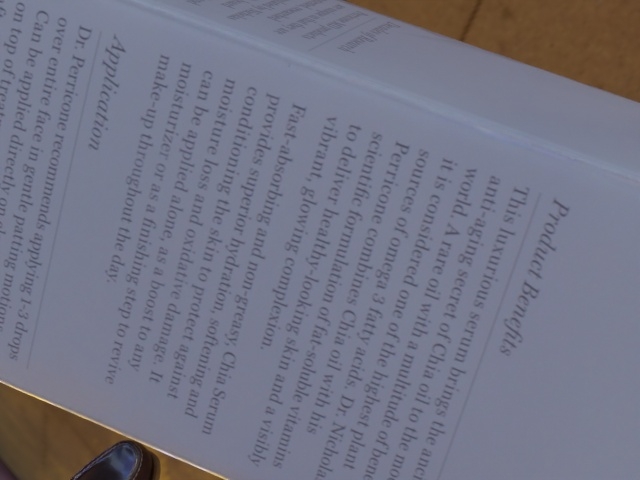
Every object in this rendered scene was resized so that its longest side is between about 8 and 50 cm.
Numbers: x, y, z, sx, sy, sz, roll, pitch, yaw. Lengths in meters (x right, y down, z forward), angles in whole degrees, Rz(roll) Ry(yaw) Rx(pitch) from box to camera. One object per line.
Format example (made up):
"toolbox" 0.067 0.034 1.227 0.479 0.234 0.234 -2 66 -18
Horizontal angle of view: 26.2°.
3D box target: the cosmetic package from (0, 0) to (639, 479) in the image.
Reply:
"cosmetic package" 0.000 0.000 0.730 0.453 0.161 0.230 22 112 12

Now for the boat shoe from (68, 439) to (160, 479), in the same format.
"boat shoe" -0.224 0.256 1.199 0.073 0.207 0.073 22 159 46
